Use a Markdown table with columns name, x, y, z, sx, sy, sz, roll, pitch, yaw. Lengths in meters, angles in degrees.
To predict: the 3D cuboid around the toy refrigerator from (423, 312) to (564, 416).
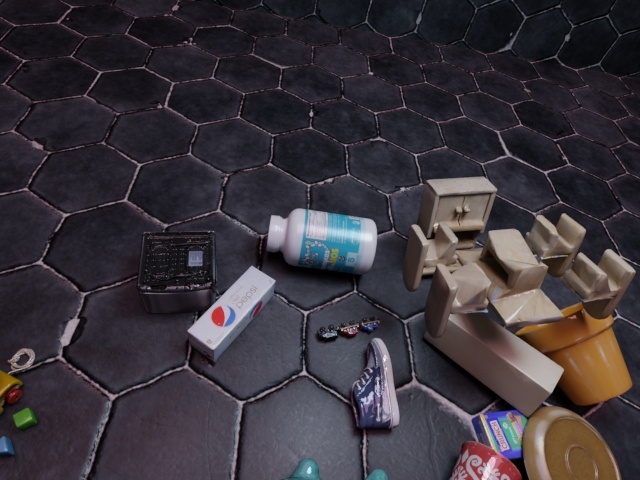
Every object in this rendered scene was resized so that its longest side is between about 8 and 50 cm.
| name | x | y | z | sx | sy | sz | roll | pitch | yaw |
| --- | --- | --- | --- | --- | --- | --- | --- | --- | --- |
| toy refrigerator | 0.380 | 0.248 | 0.945 | 0.269 | 0.102 | 0.094 | 36 | 45 | 27 |

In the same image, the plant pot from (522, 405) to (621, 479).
| name | x | y | z | sx | sy | sz | roll | pitch | yaw |
| --- | --- | --- | --- | --- | --- | --- | --- | --- | --- |
| plant pot | 0.516 | 0.454 | 0.845 | 0.236 | 0.032 | 0.236 | 11 | 56 | -17 |

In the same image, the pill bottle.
| name | x | y | z | sx | sy | sz | roll | pitch | yaw |
| --- | --- | --- | --- | --- | --- | --- | --- | --- | --- |
| pill bottle | 0.000 | 0.000 | 1.064 | 0.264 | 0.146 | 0.146 | 8 | 50 | -5 |

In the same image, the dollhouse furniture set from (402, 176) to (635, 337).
| name | x | y | z | sx | sy | sz | roll | pitch | yaw |
| --- | --- | --- | --- | --- | --- | --- | --- | --- | --- |
| dollhouse furniture set | 0.358 | 0.063 | 0.949 | 0.362 | 0.256 | 0.394 | -5 | 37 | -9 |

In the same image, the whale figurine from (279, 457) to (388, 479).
| name | x | y | z | sx | sy | sz | roll | pitch | yaw |
| --- | --- | --- | --- | --- | --- | --- | --- | --- | --- |
| whale figurine | 0.013 | 0.464 | 0.687 | 0.272 | 0.141 | 0.216 | -9 | 53 | -19 |

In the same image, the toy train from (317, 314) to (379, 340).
| name | x | y | z | sx | sy | sz | roll | pitch | yaw |
| --- | --- | --- | --- | --- | --- | --- | --- | --- | --- |
| toy train | 0.070 | 0.207 | 0.986 | 0.158 | 0.027 | 0.036 | -9 | 57 | -18 |

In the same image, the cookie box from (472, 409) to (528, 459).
| name | x | y | z | sx | sy | sz | roll | pitch | yaw |
| --- | --- | --- | --- | --- | --- | --- | --- | --- | --- |
| cookie box | 0.387 | 0.409 | 0.880 | 0.107 | 0.040 | 0.092 | -1 | 52 | -13 |

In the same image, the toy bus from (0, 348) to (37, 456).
| name | x | y | z | sx | sy | sz | roll | pitch | yaw |
| --- | --- | --- | --- | --- | --- | --- | --- | --- | --- |
| toy bus | -0.617 | 0.279 | 0.726 | 0.191 | 0.104 | 0.202 | -13 | 55 | -22 |

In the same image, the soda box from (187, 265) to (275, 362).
| name | x | y | z | sx | sy | sz | roll | pitch | yaw |
| --- | --- | --- | --- | --- | --- | --- | --- | --- | --- |
| soda box | -0.194 | 0.160 | 0.941 | 0.074 | 0.069 | 0.216 | 31 | 51 | 13 |

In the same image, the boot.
| name | x | y | z | sx | sy | sz | roll | pitch | yaw |
| --- | --- | --- | --- | --- | --- | --- | --- | --- | --- |
| boot | 0.105 | 0.298 | 0.890 | 0.086 | 0.069 | 0.190 | 2 | 52 | -14 |

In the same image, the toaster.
| name | x | y | z | sx | sy | sz | roll | pitch | yaw |
| --- | --- | --- | --- | --- | --- | --- | --- | --- | --- |
| toaster | -0.317 | 0.074 | 0.957 | 0.168 | 0.110 | 0.186 | -2 | 51 | -13 |

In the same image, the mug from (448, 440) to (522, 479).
| name | x | y | z | sx | sy | sz | roll | pitch | yaw |
| --- | --- | --- | --- | --- | --- | --- | --- | --- | --- |
| mug | 0.290 | 0.482 | 0.755 | 0.150 | 0.113 | 0.169 | 35 | 56 | 18 |

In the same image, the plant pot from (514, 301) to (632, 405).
| name | x | y | z | sx | sy | sz | roll | pitch | yaw |
| --- | --- | --- | --- | --- | --- | --- | --- | --- | --- |
| plant pot | 0.590 | 0.259 | 0.961 | 0.205 | 0.205 | 0.188 | -17 | 72 | -25 |
